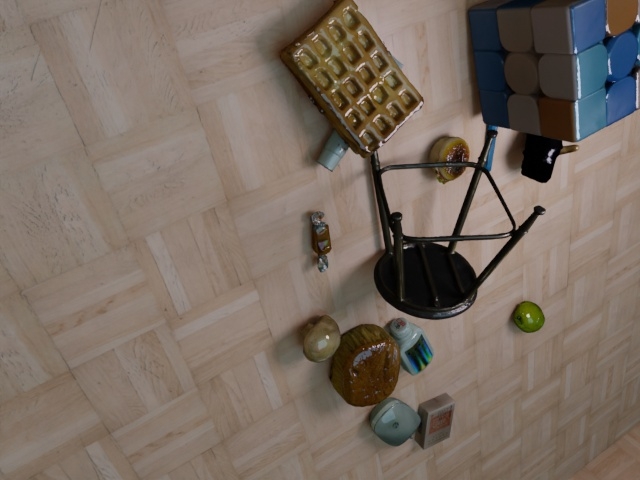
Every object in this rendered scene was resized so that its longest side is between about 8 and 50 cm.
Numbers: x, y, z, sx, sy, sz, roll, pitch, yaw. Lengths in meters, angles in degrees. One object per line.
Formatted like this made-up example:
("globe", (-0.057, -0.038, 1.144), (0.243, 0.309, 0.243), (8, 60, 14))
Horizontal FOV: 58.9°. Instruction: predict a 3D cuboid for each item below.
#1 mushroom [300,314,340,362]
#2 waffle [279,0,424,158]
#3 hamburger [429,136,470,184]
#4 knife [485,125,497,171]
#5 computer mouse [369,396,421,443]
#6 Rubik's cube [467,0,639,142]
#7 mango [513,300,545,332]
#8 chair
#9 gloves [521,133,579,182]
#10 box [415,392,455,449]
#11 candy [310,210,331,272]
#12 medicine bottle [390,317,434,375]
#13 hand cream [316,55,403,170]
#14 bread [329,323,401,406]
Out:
("mushroom", (0.000, 0.292, 1.677), (0.148, 0.112, 0.148), (-41, 149, -31))
("waffle", (0.078, -0.382, 1.346), (0.224, 0.098, 0.327), (-46, 114, -7))
("hamburger", (0.379, -0.235, 1.659), (0.127, 0.081, 0.141), (35, 92, -40))
("knife", (0.523, -0.341, 1.733), (0.044, 0.026, 0.296), (-15, 124, -22))
("computer mouse", (0.286, 0.679, 2.081), (0.159, 0.097, 0.288), (-47, 129, -6))
("Rubik's cube", (0.648, -0.500, 1.503), (0.347, 0.347, 0.344), (-29, 119, -19))
("mango", (0.827, 0.305, 2.225), (0.179, 0.100, 0.119), (20, 100, -46))
("chair", (0.316, -0.024, 1.534), (0.363, 0.364, 0.409), (-3, 131, -5))
("gloves", (0.738, -0.335, 1.793), (0.301, 0.152, 0.197), (-43, 151, -14))
("box", (0.449, 0.710, 2.224), (0.141, 0.058, 0.201), (-13, 120, -27))
("candy", (0.000, 0.000, 1.567), (0.053, 0.046, 0.181), (-17, 117, -21))
("medicine bottle", (0.303, 0.352, 1.922), (0.121, 0.083, 0.228), (-43, 131, -14))
("hand cream", (0.094, -0.330, 1.450), (0.085, 0.058, 0.331), (30, 91, -24))
("bread", (0.149, 0.401, 1.816), (0.228, 0.142, 0.253), (-4, 118, -24))
